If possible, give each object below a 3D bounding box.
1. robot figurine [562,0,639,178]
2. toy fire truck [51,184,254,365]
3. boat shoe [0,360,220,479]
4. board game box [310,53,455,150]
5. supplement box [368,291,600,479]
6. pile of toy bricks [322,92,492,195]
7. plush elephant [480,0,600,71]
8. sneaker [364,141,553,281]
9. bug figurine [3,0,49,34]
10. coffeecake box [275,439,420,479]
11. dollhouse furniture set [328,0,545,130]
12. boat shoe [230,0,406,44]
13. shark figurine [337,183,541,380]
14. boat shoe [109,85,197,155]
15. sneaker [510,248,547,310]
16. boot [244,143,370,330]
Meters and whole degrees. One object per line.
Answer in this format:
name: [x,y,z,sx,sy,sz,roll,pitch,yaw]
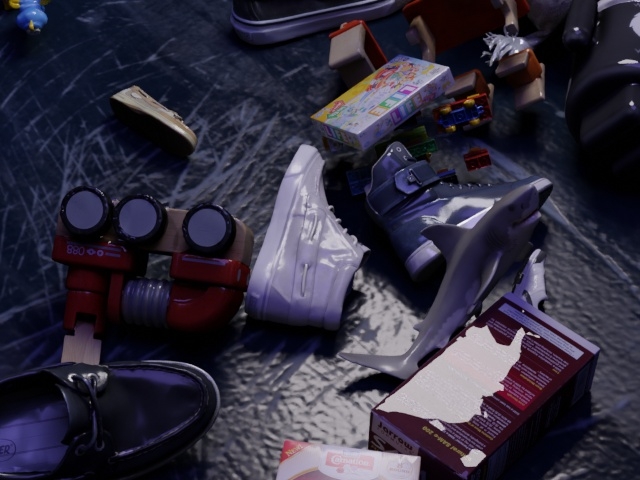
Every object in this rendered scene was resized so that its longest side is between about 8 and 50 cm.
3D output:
robot figurine: [0.411,-0.210,1.849,0.174,0.209,0.278,1,43,18]
toy fire truck: [-0.202,0.074,1.592,0.217,0.158,0.246,8,85,7]
boat shoe: [-0.269,0.185,1.447,0.340,0.113,0.127,-6,75,-6]
board game box: [0.077,-0.173,1.771,0.154,0.026,0.103,-37,33,-20]
supplement box: [0.176,0.170,1.529,0.130,0.073,0.239,34,52,29]
pile of toy bricks: [0.116,-0.125,1.826,0.212,0.118,0.105,-15,16,5]
plush elephant: [0.284,-0.419,1.996,0.330,0.272,0.255,-41,82,-7]
sneaker: [0.160,-0.065,1.740,0.226,0.086,0.163,-26,66,-24]
bug figurine: [-0.505,-0.341,2.037,0.279,0.072,0.216,-7,39,-2]
coffeecake box: [0.019,0.295,1.402,0.142,0.068,0.185,6,44,6]
dollhouse furniture set: [0.143,-0.281,1.880,0.259,0.262,0.135,-21,28,23]
boat shoe: [0.025,-0.383,2.057,0.335,0.119,0.121,-26,50,-25]
shark figurine: [0.142,0.042,1.621,0.116,0.166,0.278,39,94,15]
boat shoe: [-0.212,-0.161,1.873,0.153,0.056,0.048,28,55,34]
sneaker: [0.249,0.055,1.680,0.044,0.040,0.109,27,52,2]
boot: [0.000,0.000,1.699,0.123,0.095,0.258,14,54,4]
